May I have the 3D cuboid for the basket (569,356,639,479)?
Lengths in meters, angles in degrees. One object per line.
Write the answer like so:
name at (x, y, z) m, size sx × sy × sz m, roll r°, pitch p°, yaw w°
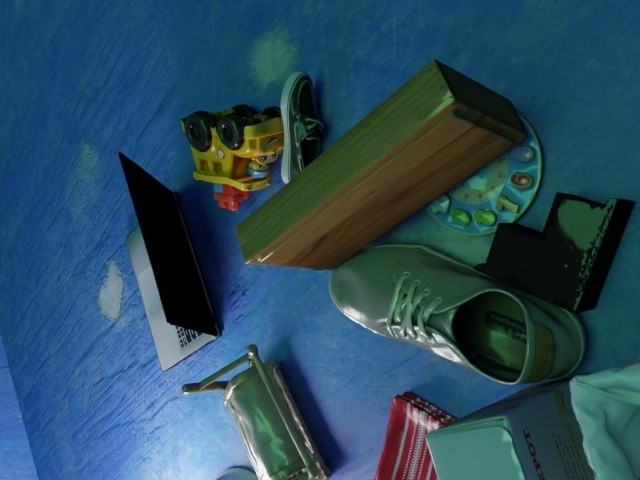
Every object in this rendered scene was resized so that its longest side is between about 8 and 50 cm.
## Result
basket at (0.470, 0.238, 0.565) m, size 0.331 × 0.266 × 0.328 m, roll -23°, pitch 75°, yaw 37°

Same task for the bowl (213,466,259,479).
bowl at (-0.203, 0.651, 1.298) m, size 0.298 × 0.134 × 0.298 m, roll 0°, pitch 91°, yaw 43°

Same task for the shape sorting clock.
shape sorting clock at (0.236, -0.110, 0.936) m, size 0.206 × 0.040 × 0.206 m, roll 2°, pitch 93°, yaw 43°

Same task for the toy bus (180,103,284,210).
toy bus at (-0.164, -0.164, 1.245) m, size 0.220 × 0.149 × 0.211 m, roll 12°, pitch 112°, yaw 39°

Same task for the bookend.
bookend at (0.318, -0.003, 0.842) m, size 0.157 × 0.072 × 0.156 m, roll 25°, pitch 107°, yaw 40°

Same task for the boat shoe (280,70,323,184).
boat shoe at (-0.026, -0.207, 1.156) m, size 0.070 × 0.078 × 0.219 m, roll 14°, pitch 108°, yaw 42°

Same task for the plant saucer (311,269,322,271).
plant saucer at (0.000, 0.000, 1.168) m, size 0.119 × 0.021 × 0.119 m, roll 2°, pitch 93°, yaw 42°

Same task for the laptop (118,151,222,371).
laptop at (-0.401, 0.074, 1.395) m, size 0.408 × 0.236 × 0.382 m, roll -35°, pitch 68°, yaw 38°

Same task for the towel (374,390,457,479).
towel at (0.210, 0.389, 0.980) m, size 0.275 × 0.031 × 0.199 m, roll 23°, pitch 107°, yaw 40°

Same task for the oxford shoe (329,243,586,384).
oxford shoe at (0.171, 0.103, 0.944) m, size 0.449 × 0.130 × 0.169 m, roll 16°, pitch 105°, yaw 43°

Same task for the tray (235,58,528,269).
tray at (0.079, -0.081, 0.909) m, size 0.411 × 0.203 × 0.076 m, roll -35°, pitch 62°, yaw 35°

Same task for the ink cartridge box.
ink cartridge box at (0.273, 0.295, 0.751) m, size 0.117 × 0.278 × 0.201 m, roll -27°, pitch 72°, yaw 39°

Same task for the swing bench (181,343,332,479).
swing bench at (-0.105, 0.362, 1.155) m, size 0.165 × 0.255 × 0.253 m, roll -30°, pitch 68°, yaw 0°
